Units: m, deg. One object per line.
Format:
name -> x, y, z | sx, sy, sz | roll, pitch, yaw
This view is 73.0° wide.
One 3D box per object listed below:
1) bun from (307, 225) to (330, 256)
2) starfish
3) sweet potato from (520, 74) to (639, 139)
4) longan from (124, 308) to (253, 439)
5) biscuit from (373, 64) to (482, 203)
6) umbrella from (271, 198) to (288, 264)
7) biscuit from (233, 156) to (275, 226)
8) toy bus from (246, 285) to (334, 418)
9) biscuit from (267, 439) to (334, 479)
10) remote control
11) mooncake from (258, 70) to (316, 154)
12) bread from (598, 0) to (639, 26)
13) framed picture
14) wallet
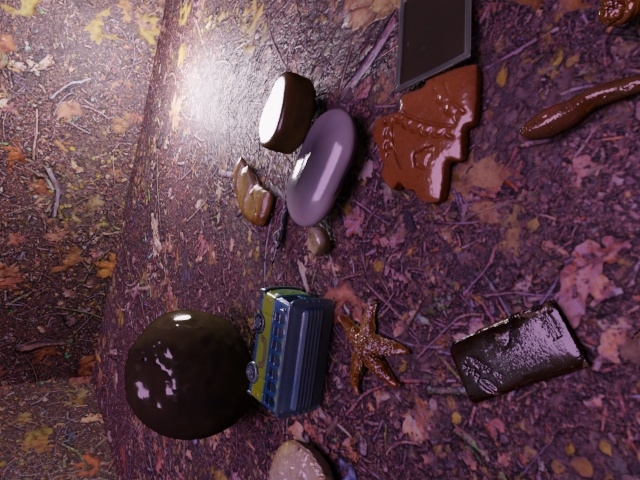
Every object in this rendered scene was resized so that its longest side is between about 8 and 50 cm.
bun -> 0.000, 0.000, 1.182 | 0.086, 0.055, 0.086 | 168, 90, -70
starfish -> 0.113, 0.262, 1.031 | 0.227, 0.043, 0.240 | 26, 109, 50
sweet potato -> 0.430, -0.217, 0.690 | 0.214, 0.050, 0.050 | -23, 69, 43
longan -> -0.429, 0.424, 1.408 | 0.436, 0.404, 0.403 | -4, 83, 54
biscuit -> 0.231, -0.242, 0.935 | 0.306, 0.043, 0.284 | -56, 47, 31
umbrella -> -0.122, -0.055, 1.361 | 0.044, 0.044, 0.268 | -132, 57, -87
biscuit -> -0.246, -0.162, 1.511 | 0.299, 0.045, 0.154 | 50, 125, 41
toy bus -> -0.085, 0.294, 1.182 | 0.190, 0.152, 0.312 | 12, 96, 52
biscuit -> -0.064, 0.636, 1.171 | 0.281, 0.084, 0.179 | -32, 63, 45
remote control -> -0.002, -0.193, 1.166 | 0.221, 0.104, 0.332 | 52, 125, 48
mooncake -> -0.093, -0.361, 1.269 | 0.235, 0.117, 0.234 | -33, 50, 52
bread -> 0.483, -0.417, 0.622 | 0.105, 0.076, 0.233 | 40, 110, 32
framed picture -> 0.246, -0.467, 0.942 | 0.197, 0.014, 0.252 | -9, 71, 50
wallet -> 0.337, 0.202, 0.770 | 0.232, 0.031, 0.121 | -42, 58, 41
